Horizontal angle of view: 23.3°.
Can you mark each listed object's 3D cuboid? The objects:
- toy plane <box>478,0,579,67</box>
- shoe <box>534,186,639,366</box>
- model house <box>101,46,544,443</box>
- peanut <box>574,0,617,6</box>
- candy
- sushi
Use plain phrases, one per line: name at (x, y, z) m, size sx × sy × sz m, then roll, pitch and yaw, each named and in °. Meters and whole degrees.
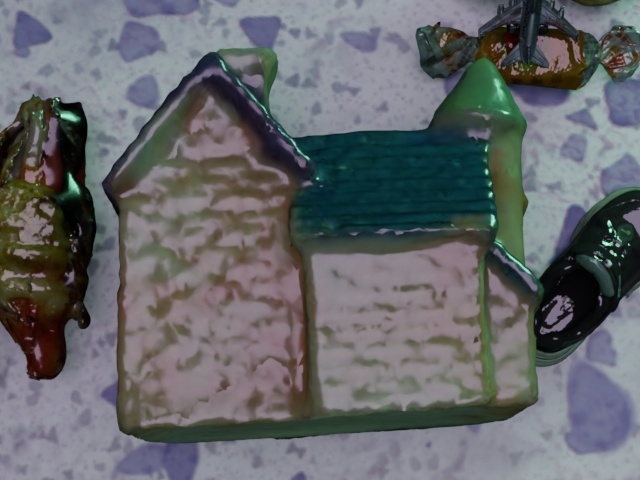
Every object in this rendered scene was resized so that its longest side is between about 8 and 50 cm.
toy plane at (0.161, -0.173, 1.194) m, size 0.079 × 0.031 × 0.083 m, roll 0°, pitch 112°, yaw -4°
shoe at (0.211, 0.027, 1.200) m, size 0.071 × 0.099 × 0.169 m, roll 41°, pitch 90°, yaw 6°
model house at (0.000, 0.000, 1.154) m, size 0.312 × 0.245 × 0.280 m, roll -3°, pitch 79°, yaw 2°
peanut at (0.191, -0.228, 1.225) m, size 0.187 × 0.082 × 0.082 m, roll 4°, pitch 88°, yaw 3°
candy at (0.165, -0.148, 1.238) m, size 0.182 × 0.046 × 0.053 m, roll 2°, pitch 94°, yaw -2°
sushi at (-0.232, -0.002, 1.231) m, size 0.097 × 0.103 × 0.226 m, roll 1°, pitch 84°, yaw -24°
